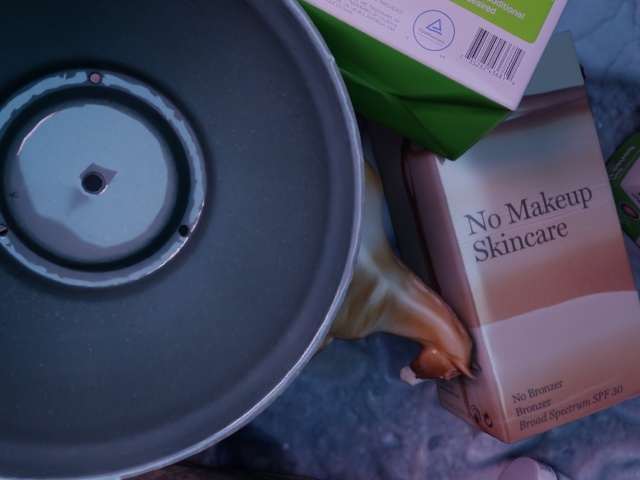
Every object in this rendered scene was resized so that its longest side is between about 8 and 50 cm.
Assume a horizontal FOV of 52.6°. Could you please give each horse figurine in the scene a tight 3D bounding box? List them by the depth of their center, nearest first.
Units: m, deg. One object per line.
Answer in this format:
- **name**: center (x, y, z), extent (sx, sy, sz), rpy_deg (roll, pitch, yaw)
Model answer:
- **horse figurine**: center (0.000, 0.000, 0.503), extent (0.175, 0.066, 0.263), rpy_deg (-18, 83, 24)

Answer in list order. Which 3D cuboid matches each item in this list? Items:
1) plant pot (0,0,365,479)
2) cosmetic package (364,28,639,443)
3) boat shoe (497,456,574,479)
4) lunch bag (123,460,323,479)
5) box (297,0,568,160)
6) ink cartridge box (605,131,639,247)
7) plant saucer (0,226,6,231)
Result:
- **plant pot**: center (-0.144, -0.033, 0.399), extent (0.293, 0.196, 0.292), rpy_deg (-3, 99, -16)
- **cosmetic package**: center (0.155, -0.005, 0.551), extent (0.153, 0.129, 0.295), rpy_deg (-17, 92, -12)
- **boat shoe**: center (0.169, 0.325, 0.562), extent (0.084, 0.095, 0.258), rpy_deg (27, 83, -8)
- **lunch bag**: center (-0.028, 0.258, 0.440), extent (0.287, 0.235, 0.168), rpy_deg (25, 82, -13)
- **box**: center (0.037, -0.220, 0.414), extent (0.262, 0.127, 0.231), rpy_deg (26, 81, -2)
- **ink cartridge box**: center (0.369, -0.032, 0.567), extent (0.153, 0.208, 0.087), rpy_deg (44, 79, -9)
- **plant saucer**: center (-0.270, -0.060, 0.497), extent (0.120, 0.021, 0.119), rpy_deg (0, 88, -15)
